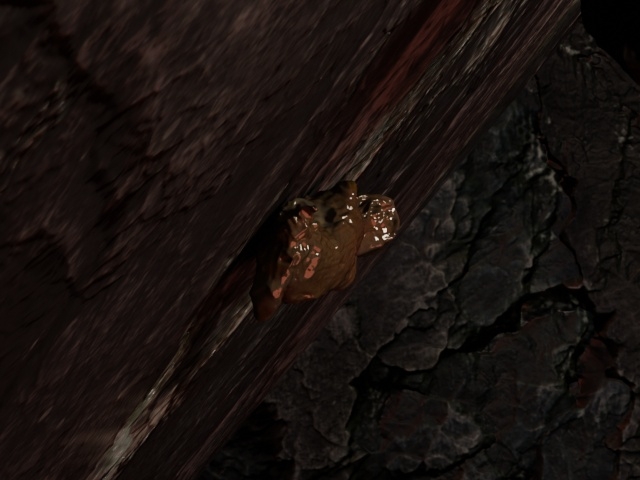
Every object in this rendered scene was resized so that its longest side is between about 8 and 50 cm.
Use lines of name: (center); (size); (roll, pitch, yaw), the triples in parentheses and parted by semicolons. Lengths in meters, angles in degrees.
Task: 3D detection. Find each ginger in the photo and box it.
ginger: (-0.001, 0.000, 1.577); (0.290, 0.084, 0.122); (-15, 123, -75)

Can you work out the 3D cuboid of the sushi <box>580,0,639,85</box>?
sushi: (0.350, -0.261, 1.429); (0.300, 0.281, 0.294); (-20, 177, 1)
